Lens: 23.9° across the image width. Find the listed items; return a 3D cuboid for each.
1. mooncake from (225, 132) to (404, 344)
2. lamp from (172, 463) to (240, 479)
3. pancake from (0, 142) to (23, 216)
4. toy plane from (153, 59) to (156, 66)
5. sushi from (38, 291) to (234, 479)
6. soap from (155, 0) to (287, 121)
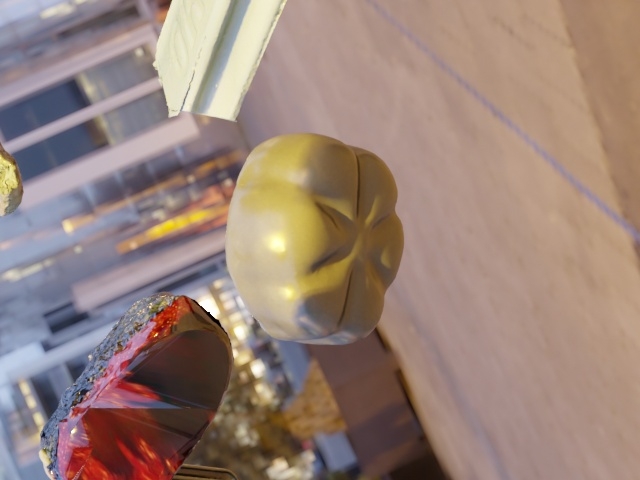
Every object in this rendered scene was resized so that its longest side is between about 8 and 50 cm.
[{"bbox_3d":[0.000,0.000,1.871,0.275,0.135,0.274,1,-91,-54],"label":"mooncake"},{"bbox_3d":[-0.103,0.403,2.165,0.283,0.203,0.124,13,97,38],"label":"lamp"},{"bbox_3d":[-0.287,-0.139,1.169,0.253,0.037,0.253,157,90,-78],"label":"pancake"},{"bbox_3d":[-0.190,-0.252,2.091,0.033,0.083,0.080,-87,-15,-70],"label":"toy plane"},{"bbox_3d":[-0.176,0.159,1.490,0.136,0.225,0.126,37,176,-20],"label":"sushi"},{"bbox_3d":[-0.110,-0.265,1.722,0.150,0.094,0.261,-101,29,-44],"label":"soap"}]
